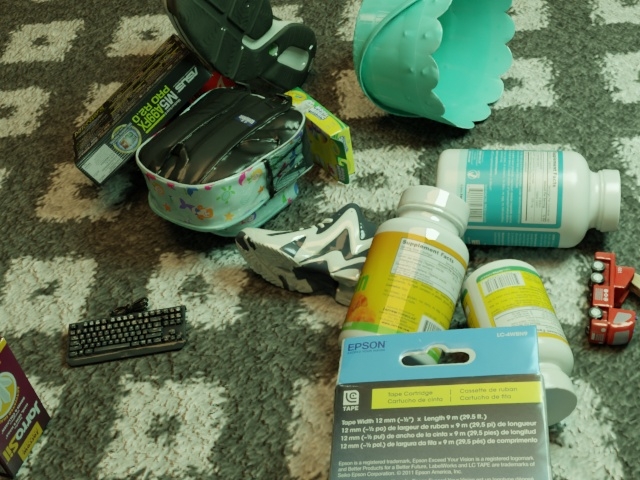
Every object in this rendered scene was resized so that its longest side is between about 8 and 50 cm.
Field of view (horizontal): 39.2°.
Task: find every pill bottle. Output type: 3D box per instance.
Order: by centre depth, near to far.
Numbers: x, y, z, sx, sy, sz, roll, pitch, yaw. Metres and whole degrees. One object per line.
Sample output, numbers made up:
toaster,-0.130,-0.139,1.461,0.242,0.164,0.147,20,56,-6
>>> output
pill bottle,0.263,0.136,1.183,0.117,0.117,0.208,-11,45,0
pill bottle,0.124,0.054,1.229,0.136,0.136,0.245,12,68,21
pill bottle,0.308,-0.063,1.350,0.264,0.146,0.146,3,47,12

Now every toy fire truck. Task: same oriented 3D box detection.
toy fire truck,0.448,0.069,1.265,0.135,0.047,0.192,6,48,14

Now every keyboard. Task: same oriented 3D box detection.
keyboard,-0.292,0.130,1.356,0.180,0.023,0.108,-9,45,0

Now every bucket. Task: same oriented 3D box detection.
bucket,0.196,-0.340,1.560,0.183,0.281,0.281,16,50,36

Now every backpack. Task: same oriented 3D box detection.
backpack,-0.162,-0.118,1.454,0.225,0.191,0.253,23,44,30

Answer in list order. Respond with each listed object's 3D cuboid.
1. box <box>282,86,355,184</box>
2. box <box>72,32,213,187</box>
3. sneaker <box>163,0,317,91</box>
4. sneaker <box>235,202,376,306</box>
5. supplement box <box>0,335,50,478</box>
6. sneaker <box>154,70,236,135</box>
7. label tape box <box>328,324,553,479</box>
box,0.002,-0.179,1.547,0.043,0.105,0.179,-29,49,-17
box,-0.316,-0.233,1.563,0.270,0.060,0.216,-44,25,3
sneaker,-0.207,-0.388,1.599,0.257,0.447,0.169,23,94,23
sneaker,0.000,0.000,1.381,0.235,0.094,0.153,14,49,22
supplement box,-0.441,0.216,1.180,0.081,0.188,0.104,9,48,17
sneaker,-0.225,-0.232,1.629,0.107,0.118,0.279,12,50,19
label tape box,0.140,0.277,1.035,0.249,0.115,0.347,-5,50,14
